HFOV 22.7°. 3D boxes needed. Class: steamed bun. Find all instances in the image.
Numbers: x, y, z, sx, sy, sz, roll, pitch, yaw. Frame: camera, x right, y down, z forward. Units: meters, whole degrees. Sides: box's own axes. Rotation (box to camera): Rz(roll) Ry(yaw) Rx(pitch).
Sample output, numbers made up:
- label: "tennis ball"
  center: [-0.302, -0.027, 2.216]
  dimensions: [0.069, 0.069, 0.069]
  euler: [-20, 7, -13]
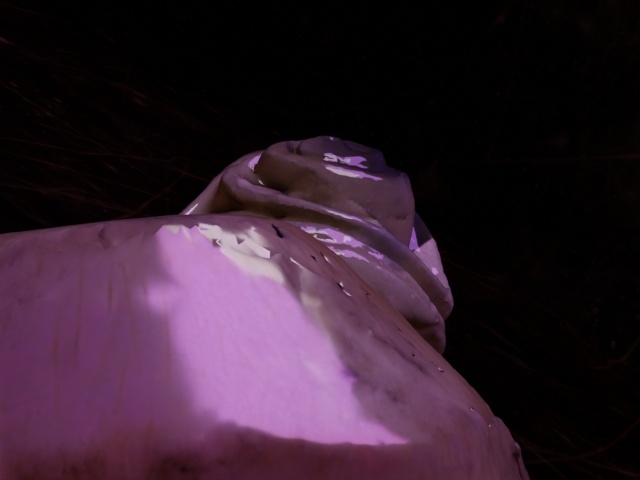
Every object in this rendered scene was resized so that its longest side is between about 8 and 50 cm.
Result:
- label: "steamed bun"
  center: [0.000, 0.000, 1.788]
  dimensions: [0.346, 0.237, 0.394]
  euler: [24, 14, -33]

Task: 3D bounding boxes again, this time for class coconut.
- label: "coconut"
  center: [-0.072, 0.157, 0.692]
  dimensions: [0.352, 0.353, 0.352]
  euler: [31, 11, -6]
